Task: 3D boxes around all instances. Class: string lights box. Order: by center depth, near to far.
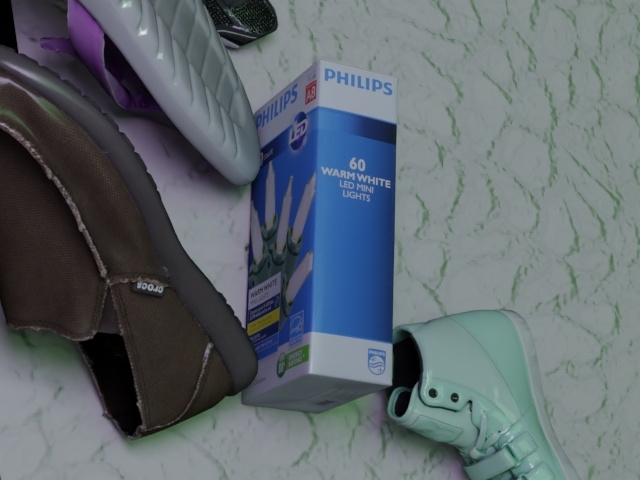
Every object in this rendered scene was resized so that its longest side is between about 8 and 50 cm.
[{"bbox_3d":[0.000,0.000,1.282,0.076,0.133,0.260,10,70,-24],"label":"string lights box"}]

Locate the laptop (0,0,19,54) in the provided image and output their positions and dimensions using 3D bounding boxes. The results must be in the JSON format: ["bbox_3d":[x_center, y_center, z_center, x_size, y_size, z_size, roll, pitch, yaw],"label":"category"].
[{"bbox_3d":[-0.428,-0.169,1.083,0.382,0.236,0.408,-27,115,-56],"label":"laptop"}]

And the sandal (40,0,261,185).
[{"bbox_3d":[-0.178,-0.193,1.215,0.416,0.102,0.169,53,23,-39],"label":"sandal"}]

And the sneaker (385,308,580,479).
[{"bbox_3d":[0.126,0.183,1.313,0.151,0.094,0.256,-1,65,-33],"label":"sneaker"}]

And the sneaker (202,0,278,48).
[{"bbox_3d":[-0.099,-0.244,1.338,0.178,0.077,0.072,48,61,-8],"label":"sneaker"}]

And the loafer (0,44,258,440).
[{"bbox_3d":[-0.176,0.013,1.137,0.130,0.134,0.366,-46,121,-21],"label":"loafer"}]
